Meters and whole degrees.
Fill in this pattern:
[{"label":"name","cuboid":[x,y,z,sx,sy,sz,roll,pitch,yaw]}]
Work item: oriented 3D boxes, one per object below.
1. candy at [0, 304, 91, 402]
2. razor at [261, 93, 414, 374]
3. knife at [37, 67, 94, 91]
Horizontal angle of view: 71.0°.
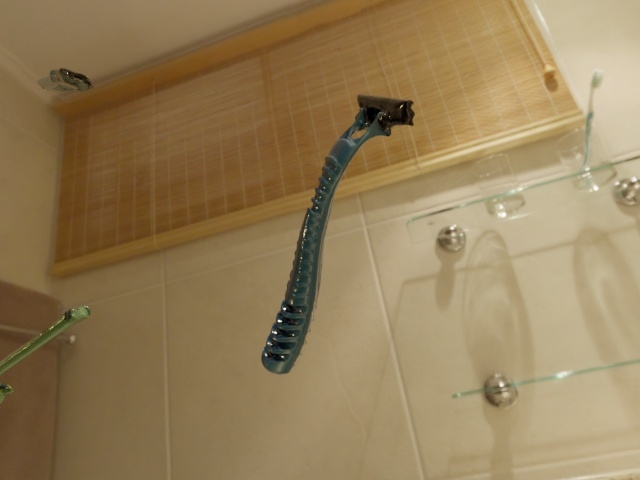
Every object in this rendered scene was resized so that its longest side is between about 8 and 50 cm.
[{"label":"candy","cuboid":[-0.266,0.113,0.354,0.262,0.077,0.073,-31,8,21]},{"label":"razor","cuboid":[0.000,0.000,0.378,0.042,0.082,0.253,12,-74,-26]},{"label":"knife","cuboid":[-0.371,-0.227,0.638,0.044,0.026,0.296,7,10,-40]}]
